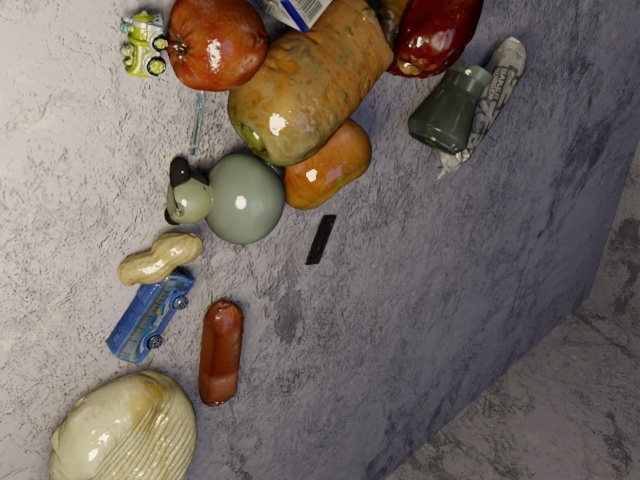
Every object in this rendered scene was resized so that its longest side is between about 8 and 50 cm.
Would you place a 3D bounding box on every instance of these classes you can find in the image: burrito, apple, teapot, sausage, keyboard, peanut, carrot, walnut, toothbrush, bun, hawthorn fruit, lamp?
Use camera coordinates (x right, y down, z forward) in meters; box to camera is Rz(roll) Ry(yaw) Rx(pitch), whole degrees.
[{"bbox_3d":[0.451,-0.363,1.946,0.445,0.101,0.139,-59,156,6],"label":"burrito"},{"bbox_3d":[-0.004,-0.181,1.511,0.235,0.173,0.210,-40,-173,-31],"label":"apple"},{"bbox_3d":[0.351,-0.349,1.800,0.225,0.171,0.203,-62,155,3],"label":"teapot"},{"bbox_3d":[-0.255,0.288,1.726,0.097,0.094,0.348,-10,130,-27],"label":"sausage"},{"bbox_3d":[0.000,0.000,1.829,0.053,0.010,0.155,-5,124,-45],"label":"keyboard"},{"bbox_3d":[-0.333,0.038,1.410,0.187,0.082,0.082,-32,143,0],"label":"peanut"},{"bbox_3d":[-0.020,-0.312,1.346,0.341,0.224,0.224,-45,144,-13],"label":"carrot"},{"bbox_3d":[0.217,-0.498,1.488,0.244,0.222,0.269,23,88,-33],"label":"walnut"},{"bbox_3d":[-0.234,-0.267,1.330,0.019,0.016,0.219,-21,134,-48],"label":"toothbrush"},{"bbox_3d":[-0.456,0.465,1.546,0.365,0.219,0.365,-32,131,-46],"label":"bun"},{"bbox_3d":[-0.168,-0.348,1.196,0.200,0.179,0.179,-14,130,-42],"label":"hawthorn fruit"},{"bbox_3d":[-0.193,-0.086,1.408,0.244,0.197,0.197,1,122,-23],"label":"lamp"}]

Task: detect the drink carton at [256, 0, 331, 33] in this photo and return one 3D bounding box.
[{"bbox_3d":[0.007,-0.552,1.254,0.315,0.130,0.106,-52,146,0],"label":"drink carton"}]

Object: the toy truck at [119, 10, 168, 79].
[{"bbox_3d":[-0.302,-0.334,1.153,0.077,0.076,0.111,-1,124,-22],"label":"toy truck"}]

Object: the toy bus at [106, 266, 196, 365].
[{"bbox_3d":[-0.372,0.159,1.491,0.236,0.079,0.094,-57,143,6],"label":"toy bus"}]
